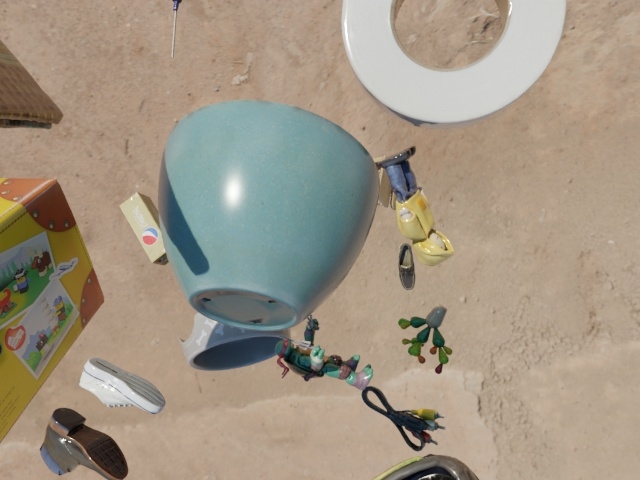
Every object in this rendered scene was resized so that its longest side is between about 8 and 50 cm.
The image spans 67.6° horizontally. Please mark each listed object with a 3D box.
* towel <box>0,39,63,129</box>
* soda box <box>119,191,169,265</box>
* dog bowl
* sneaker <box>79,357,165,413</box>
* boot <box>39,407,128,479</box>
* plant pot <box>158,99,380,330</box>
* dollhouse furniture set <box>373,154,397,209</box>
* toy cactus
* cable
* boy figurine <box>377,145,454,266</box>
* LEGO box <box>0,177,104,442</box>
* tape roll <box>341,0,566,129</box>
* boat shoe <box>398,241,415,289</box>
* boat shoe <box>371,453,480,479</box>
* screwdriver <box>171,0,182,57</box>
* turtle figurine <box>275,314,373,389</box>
[{"bbox_3d":[-0.378,-0.233,0.338,0.040,0.271,0.370,-37,103,5],"label":"towel"},{"bbox_3d":[-0.420,-0.030,1.183,0.061,0.058,0.181,-37,75,6],"label":"soda box"},{"bbox_3d":[-0.248,0.294,1.436,0.349,0.349,0.102,-28,61,21],"label":"dog bowl"},{"bbox_3d":[-0.558,0.427,1.347,0.258,0.094,0.091,27,96,10],"label":"sneaker"},{"bbox_3d":[-0.522,0.476,1.051,0.219,0.082,0.106,35,101,15],"label":"boot"},{"bbox_3d":[-0.076,-0.001,0.604,0.290,0.195,0.290,6,150,3],"label":"plant pot"},{"bbox_3d":[0.128,-0.121,1.270,0.151,0.123,0.144,-7,148,34],"label":"dollhouse furniture set"},{"bbox_3d":[0.329,0.278,1.440,0.112,0.219,0.180,23,103,-28],"label":"toy cactus"},{"bbox_3d":[0.264,0.586,1.580,0.287,0.072,0.139,17,93,31],"label":"cable"},{"bbox_3d":[0.223,-0.068,1.112,0.092,0.177,0.285,-20,97,29],"label":"boy figurine"},{"bbox_3d":[-0.499,0.141,0.405,0.373,0.500,0.193,1,124,7],"label":"LEGO box"},{"bbox_3d":[0.232,-0.402,0.870,0.392,0.072,0.391,0,92,10],"label":"tape roll"},{"bbox_3d":[0.266,0.082,1.492,0.056,0.049,0.152,-8,90,14],"label":"boat shoe"},{"bbox_3d":[0.011,0.222,0.303,0.228,0.081,0.068,-41,136,-6],"label":"boat shoe"},{"bbox_3d":[-0.300,-0.457,0.976,0.025,0.024,0.169,10,84,-29],"label":"screwdriver"},{"bbox_3d":[-0.010,0.241,1.019,0.234,0.175,0.118,29,105,-20],"label":"turtle figurine"}]
